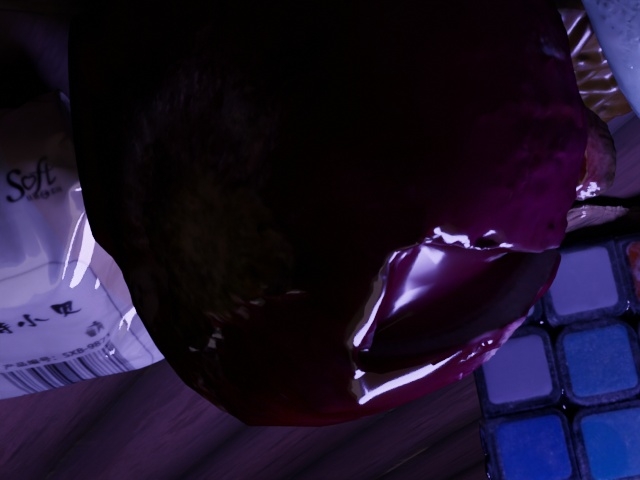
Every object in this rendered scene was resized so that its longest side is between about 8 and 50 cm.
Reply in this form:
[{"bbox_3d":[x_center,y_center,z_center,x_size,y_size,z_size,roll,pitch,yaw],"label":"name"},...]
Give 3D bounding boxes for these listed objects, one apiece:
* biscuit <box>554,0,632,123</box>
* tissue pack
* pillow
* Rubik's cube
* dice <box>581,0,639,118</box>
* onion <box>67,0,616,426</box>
[{"bbox_3d":[0.156,-0.150,1.088,0.332,0.103,0.332,-15,159,-6],"label":"biscuit"},{"bbox_3d":[-0.326,0.033,1.061,0.375,0.195,0.390,-15,153,1],"label":"tissue pack"},{"bbox_3d":[0.395,-0.019,1.653,0.211,0.034,0.135,2,157,-36],"label":"pillow"},{"bbox_3d":[0.401,0.203,1.705,0.359,0.362,0.363,-15,161,8],"label":"Rubik's cube"},{"bbox_3d":[0.268,-0.244,0.728,0.265,0.268,0.262,-23,156,17],"label":"dice"},{"bbox_3d":[0.051,-0.083,0.842,0.420,0.398,0.398,-17,162,-34],"label":"onion"}]
